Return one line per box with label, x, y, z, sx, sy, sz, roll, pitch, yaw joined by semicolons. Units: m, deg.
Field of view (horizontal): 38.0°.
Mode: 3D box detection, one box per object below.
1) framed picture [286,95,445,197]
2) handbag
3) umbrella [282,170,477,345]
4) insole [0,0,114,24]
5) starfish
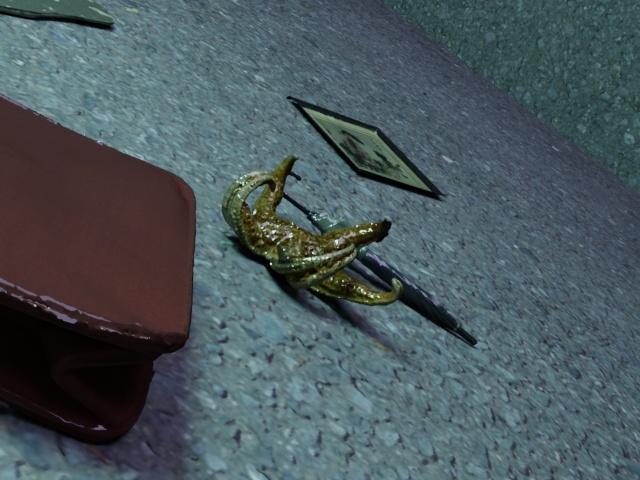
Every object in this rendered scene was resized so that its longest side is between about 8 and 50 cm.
framed picture;0.068;-0.134;1.348;0.199;0.010;0.195;13;29;-44
handbag;-0.214;-0.019;0.588;0.275;0.084;0.260;26;23;-19
umbrella;0.051;0.028;0.954;0.269;0.044;0.044;42;-5;-3
insole;-0.333;-0.278;1.077;0.081;0.011;0.248;43;23;20
starfish;0.002;0.000;0.869;0.190;0.074;0.146;40;23;16
